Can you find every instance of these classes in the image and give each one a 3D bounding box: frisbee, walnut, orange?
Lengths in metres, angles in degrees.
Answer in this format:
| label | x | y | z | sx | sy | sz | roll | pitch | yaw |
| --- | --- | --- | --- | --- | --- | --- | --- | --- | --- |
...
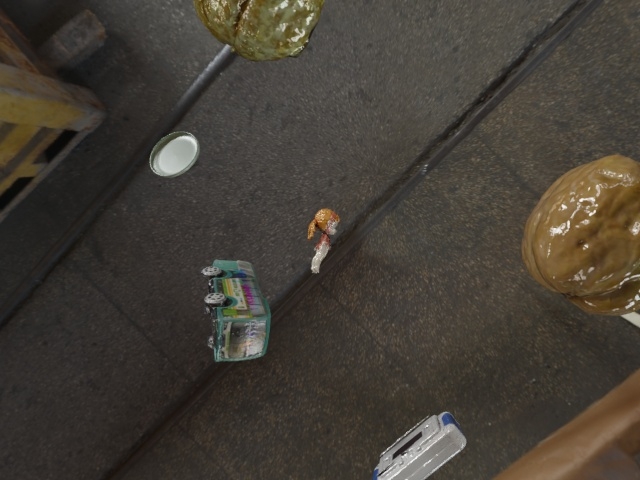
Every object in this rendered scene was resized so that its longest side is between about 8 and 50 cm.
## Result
| label | x | y | z | sx | sy | sz | roll | pitch | yaw |
| --- | --- | --- | --- | --- | --- | --- | --- | --- | --- |
| frisbee | -0.293 | -0.173 | 1.020 | 0.110 | 0.014 | 0.110 | -7 | 64 | 14 |
| walnut | 0.613 | -0.019 | 1.089 | 0.306 | 0.306 | 0.344 | 31 | 82 | 2 |
| orange | -0.151 | -0.557 | 1.086 | 0.271 | 0.210 | 0.369 | -47 | 49 | 4 |

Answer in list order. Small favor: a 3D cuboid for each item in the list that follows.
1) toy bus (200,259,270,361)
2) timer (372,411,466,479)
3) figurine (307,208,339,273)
| label | x | y | z | sx | sy | sz | roll | pitch | yaw |
| --- | --- | --- | --- | --- | --- | --- | --- | --- | --- |
| toy bus | -0.151 | 0.110 | 0.872 | 0.109 | 0.262 | 0.091 | 1 | 109 | -15 |
| timer | 0.231 | 0.520 | 1.229 | 0.253 | 0.178 | 0.078 | -40 | 79 | 2 |
| figurine | 0.000 | 0.000 | 0.840 | 0.047 | 0.064 | 0.109 | 17 | 77 | -13 |
